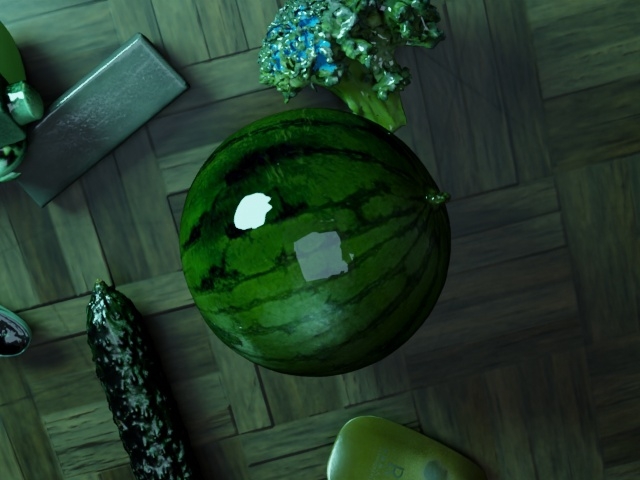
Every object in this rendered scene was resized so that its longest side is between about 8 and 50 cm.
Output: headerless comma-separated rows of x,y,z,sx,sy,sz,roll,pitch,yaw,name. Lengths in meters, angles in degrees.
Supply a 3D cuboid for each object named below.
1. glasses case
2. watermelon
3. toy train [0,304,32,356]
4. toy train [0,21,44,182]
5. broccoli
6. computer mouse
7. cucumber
-0.222,-0.117,0.735,0.191,0.042,0.072,-38,107,5,glasses case
-0.004,0.002,0.681,0.243,0.242,0.242,-1,103,-4,watermelon
-0.403,0.058,0.758,0.234,0.051,0.052,21,101,-12,toy train
-0.377,-0.118,0.684,0.253,0.105,0.157,-18,62,3,toy train
0.027,-0.168,0.698,0.167,0.154,0.160,-31,124,2,broccoli
0.102,0.268,0.830,0.199,0.045,0.102,28,67,-10,computer mouse
-0.182,0.177,0.792,0.072,0.072,0.300,-16,101,0,cucumber
